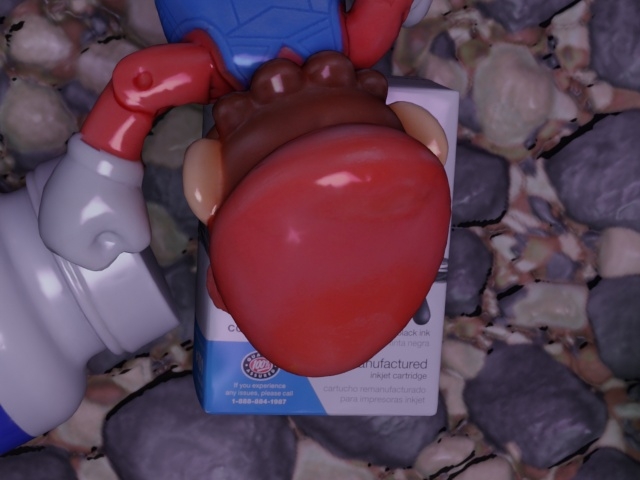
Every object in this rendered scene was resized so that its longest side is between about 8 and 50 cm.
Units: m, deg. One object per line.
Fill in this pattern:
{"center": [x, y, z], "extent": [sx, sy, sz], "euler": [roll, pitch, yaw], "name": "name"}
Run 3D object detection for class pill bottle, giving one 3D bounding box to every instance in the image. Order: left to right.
{"center": [-0.220, 0.056, 0.696], "extent": [0.272, 0.152, 0.152], "euler": [-26, 104, -3], "name": "pill bottle"}

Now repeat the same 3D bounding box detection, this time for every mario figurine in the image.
{"center": [-0.038, -0.083, 0.653], "extent": [0.198, 0.170, 0.320], "euler": [-22, 73, 20], "name": "mario figurine"}

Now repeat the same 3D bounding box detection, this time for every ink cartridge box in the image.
{"center": [0.000, 0.000, 0.758], "extent": [0.139, 0.082, 0.190], "euler": [1, 102, -9], "name": "ink cartridge box"}
